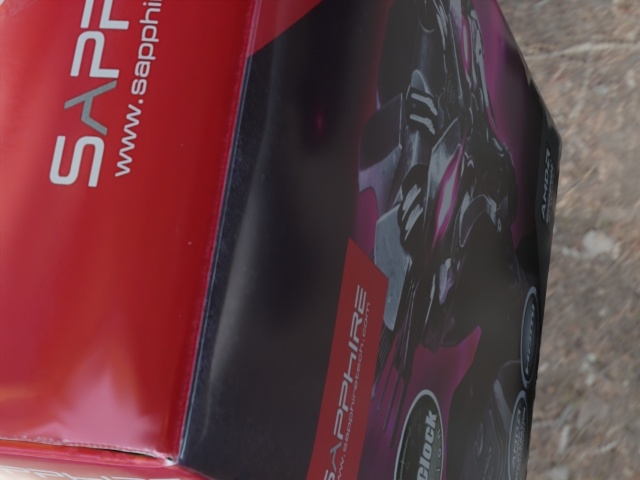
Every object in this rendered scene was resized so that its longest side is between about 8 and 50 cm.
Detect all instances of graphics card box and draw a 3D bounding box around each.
[{"bbox_3d":[0.000,0.000,0.571,0.094,0.371,0.233,2,71,19],"label":"graphics card box"}]
